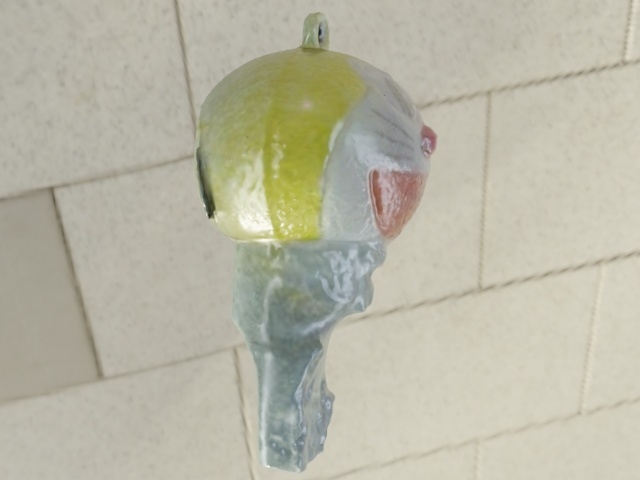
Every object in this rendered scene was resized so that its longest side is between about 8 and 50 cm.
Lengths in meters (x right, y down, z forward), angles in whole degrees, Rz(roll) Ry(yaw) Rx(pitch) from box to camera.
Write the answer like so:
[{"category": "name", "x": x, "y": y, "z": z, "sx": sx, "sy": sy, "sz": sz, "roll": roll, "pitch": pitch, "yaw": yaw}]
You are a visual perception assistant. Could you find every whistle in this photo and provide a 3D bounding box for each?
[{"category": "whistle", "x": 0.000, "y": 0.000, "z": 0.667, "sx": 0.122, "sy": 0.223, "sz": 0.123, "roll": 2, "pitch": 178, "yaw": 0}]
